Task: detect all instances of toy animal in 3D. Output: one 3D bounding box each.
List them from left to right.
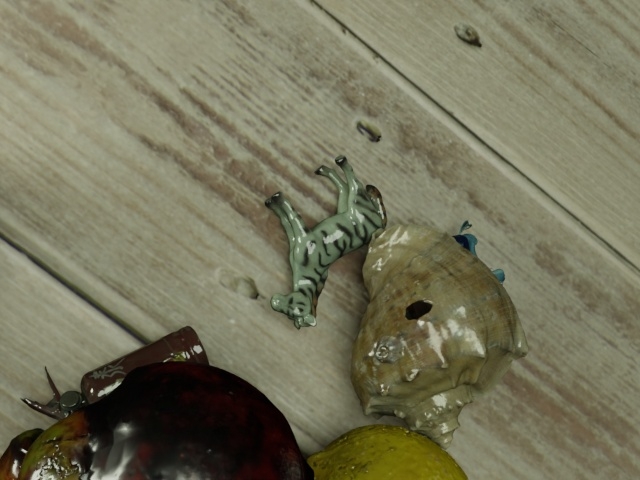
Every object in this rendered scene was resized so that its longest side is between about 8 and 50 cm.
[{"bbox_3d":[-0.015,-0.009,1.571,0.170,0.090,0.255,42,76,-13],"label":"toy animal"}]

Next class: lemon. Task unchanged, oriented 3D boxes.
[{"bbox_3d":[0.099,0.400,1.466,0.258,0.258,0.310,-41,102,-17],"label":"lemon"}]

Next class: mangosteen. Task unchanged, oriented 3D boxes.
[{"bbox_3d":[-0.210,0.357,1.315,0.421,0.381,0.381,-30,92,-10],"label":"mangosteen"}]

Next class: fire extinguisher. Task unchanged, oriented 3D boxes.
[{"bbox_3d":[-0.288,0.196,1.478,0.252,0.106,0.075,-25,129,-17],"label":"fire extinguisher"}]

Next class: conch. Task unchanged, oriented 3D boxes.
[{"bbox_3d":[0.160,0.136,1.517,0.263,0.186,0.324,-16,98,2],"label":"conch"}]

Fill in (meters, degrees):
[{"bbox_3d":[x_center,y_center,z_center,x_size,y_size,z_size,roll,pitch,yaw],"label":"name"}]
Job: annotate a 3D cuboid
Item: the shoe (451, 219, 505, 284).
[{"bbox_3d":[0.240,0.076,1.628,0.106,0.091,0.207,-24,87,-13],"label":"shoe"}]
